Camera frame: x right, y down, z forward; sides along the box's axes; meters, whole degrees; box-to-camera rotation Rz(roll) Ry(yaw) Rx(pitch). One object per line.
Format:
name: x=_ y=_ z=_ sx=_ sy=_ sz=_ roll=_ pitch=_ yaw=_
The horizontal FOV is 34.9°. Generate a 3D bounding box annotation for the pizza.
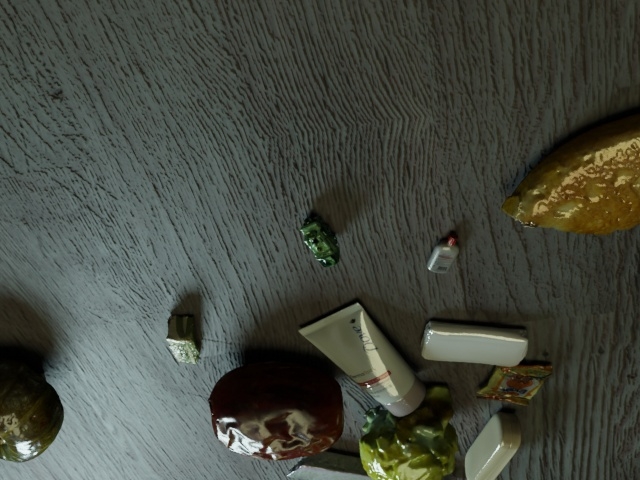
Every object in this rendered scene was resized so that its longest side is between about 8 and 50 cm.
pizza: x=0.441 y=-0.095 z=1.464 sx=0.365 sy=0.073 sz=0.182 roll=-26 pitch=129 yaw=26

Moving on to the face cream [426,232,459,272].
face cream: x=0.201 y=0.020 z=1.635 sx=0.040 sy=0.021 sz=0.083 roll=11 pitch=137 yaw=-10

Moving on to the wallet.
wallet: x=0.274 y=0.184 z=1.804 sx=0.190 sy=0.033 sz=0.095 roll=6 pitch=139 yaw=-4

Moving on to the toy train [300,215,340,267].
toy train: x=0.000 y=0.000 z=1.597 sx=0.033 sy=0.053 sz=0.083 roll=-20 pitch=134 yaw=23

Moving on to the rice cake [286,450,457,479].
rice cake: x=0.112 y=0.490 z=2.125 sx=0.365 sy=0.056 sz=0.072 roll=11 pitch=137 yaw=-10

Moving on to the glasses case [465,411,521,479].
glasses case: x=0.340 y=0.415 z=2.016 sx=0.050 sy=0.083 sz=0.196 roll=11 pitch=138 yaw=-9

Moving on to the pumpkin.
pumpkin: x=-0.572 y=0.301 z=1.885 sx=0.219 sy=0.162 sz=0.219 roll=20 pitch=139 yaw=19

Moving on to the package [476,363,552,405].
package: x=0.359 y=0.264 z=1.889 sx=0.108 sy=0.031 sz=0.120 roll=10 pitch=137 yaw=-9

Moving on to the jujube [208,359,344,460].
jujube: x=-0.082 y=0.306 z=1.859 sx=0.243 sy=0.183 sz=0.183 roll=-2 pitch=138 yaw=-7

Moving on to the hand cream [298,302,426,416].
hand cream: x=0.089 y=0.210 z=1.816 sx=0.133 sy=0.083 sz=0.248 roll=-31 pitch=119 yaw=28

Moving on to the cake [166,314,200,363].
cake: x=-0.244 y=0.179 z=1.825 sx=0.051 sy=0.055 sz=0.140 roll=0 pitch=155 yaw=0

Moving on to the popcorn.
popcorn: x=0.174 y=0.368 z=1.917 sx=0.198 sy=0.198 sz=0.212 roll=20 pitch=111 yaw=-19
